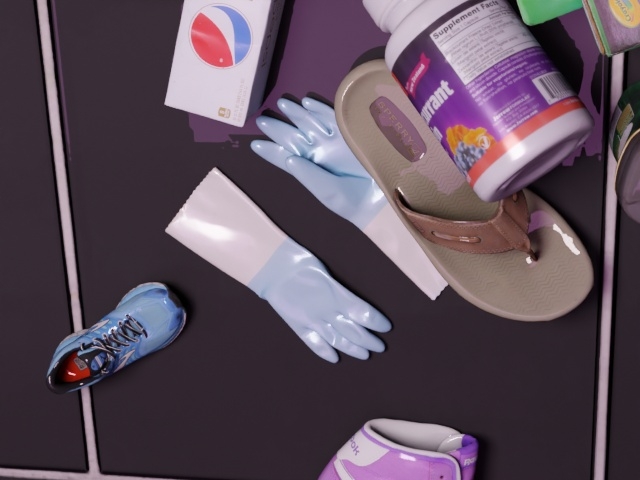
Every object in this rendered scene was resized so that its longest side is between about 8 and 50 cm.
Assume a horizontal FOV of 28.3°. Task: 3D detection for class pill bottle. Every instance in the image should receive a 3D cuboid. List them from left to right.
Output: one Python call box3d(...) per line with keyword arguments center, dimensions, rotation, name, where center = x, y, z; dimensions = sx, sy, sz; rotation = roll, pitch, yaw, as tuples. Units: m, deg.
box3d(center=(0.118, -0.136, 1.003), dimensions=(0.108, 0.108, 0.193), rotation=(-39, 76, 21), name="pill bottle")

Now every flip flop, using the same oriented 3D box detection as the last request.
box3d(center=(0.118, -0.038, 1.064), dimensions=(0.112, 0.080, 0.277), rotation=(-40, 95, 1), name="flip flop")

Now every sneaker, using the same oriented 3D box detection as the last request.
box3d(center=(-0.193, 0.101, 1.191), dimensions=(0.162, 0.073, 0.063), rotation=(-35, 100, 21), name="sneaker")
box3d(center=(0.135, 0.273, 1.180), dimensions=(0.282, 0.102, 0.161), rotation=(32, 110, -2), name="sneaker")

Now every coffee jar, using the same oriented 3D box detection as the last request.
box3d(center=(0.274, -0.065, 0.978), dimensions=(0.096, 0.184, 0.079), rotation=(15, 112, 5), name="coffee jar")

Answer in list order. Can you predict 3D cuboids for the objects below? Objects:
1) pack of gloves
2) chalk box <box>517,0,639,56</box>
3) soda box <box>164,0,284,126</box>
box3d(center=(0.000, 0.000, 1.132), dimensions=(0.232, 0.046, 0.195), rotation=(39, 112, -5), name="pack of gloves")
box3d(center=(0.247, -0.228, 0.953), dimensions=(0.213, 0.132, 0.132), rotation=(-17, 107, 17), name="chalk box")
box3d(center=(-0.068, -0.210, 1.054), dimensions=(0.074, 0.069, 0.216), rotation=(16, 112, 5), name="soda box")
